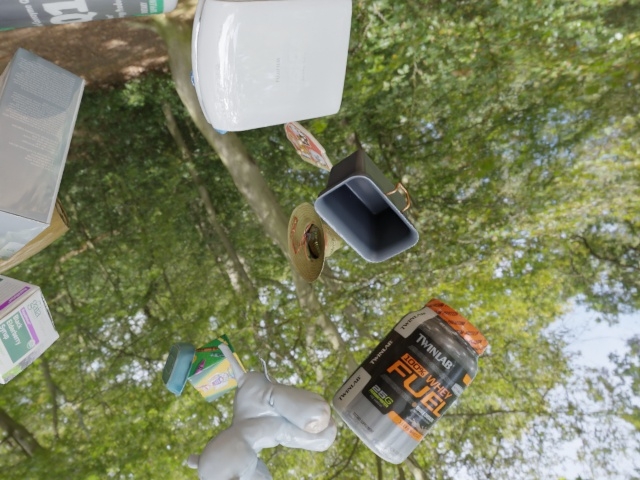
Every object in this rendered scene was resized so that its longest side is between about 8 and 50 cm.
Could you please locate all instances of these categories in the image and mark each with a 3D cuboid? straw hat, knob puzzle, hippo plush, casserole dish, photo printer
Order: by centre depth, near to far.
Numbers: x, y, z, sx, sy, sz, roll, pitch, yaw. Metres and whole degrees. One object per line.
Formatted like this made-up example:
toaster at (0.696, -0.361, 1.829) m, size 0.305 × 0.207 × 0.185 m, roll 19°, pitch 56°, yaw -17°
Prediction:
straw hat at (0.000, 0.000, 0.784) m, size 0.061 × 0.144 × 0.145 m, roll -3°, pitch -169°, yaw -28°
photo printer at (-0.095, -0.351, 0.893) m, size 0.308 × 0.255 × 0.107 m, roll -18°, pitch -136°, yaw -29°
hippo plush at (-0.119, 0.406, 0.928) m, size 0.235 × 0.294 × 0.236 m, roll 2°, pitch -137°, yaw 36°
casserole dish at (-0.338, 0.295, 1.083) m, size 0.188 × 0.037 × 0.114 m, roll -12°, pitch -121°, yaw 65°
knob puzzle at (-0.053, -0.289, 1.394) m, size 0.030 × 0.213 × 0.213 m, roll -45°, pitch -154°, yaw -11°

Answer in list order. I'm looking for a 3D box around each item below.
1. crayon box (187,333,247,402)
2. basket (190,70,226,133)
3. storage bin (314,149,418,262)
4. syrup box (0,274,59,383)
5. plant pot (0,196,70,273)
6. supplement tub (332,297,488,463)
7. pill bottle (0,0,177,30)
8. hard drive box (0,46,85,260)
crayon box at (-0.351, 0.437, 1.556) m, size 0.166 × 0.278 × 0.081 m, roll -28°, pitch -121°, yaw -15°
basket at (-0.186, -0.400, 1.099) m, size 0.255 × 0.201 × 0.288 m, roll -45°, pitch -139°, yaw 13°
storage bin at (0.067, -0.055, 0.610) m, size 0.098 × 0.135 × 0.091 m, roll -30°, pitch -147°, yaw 29°
syrup box at (-0.491, 0.097, 0.620) m, size 0.237 × 0.093 × 0.096 m, roll 13°, pitch -144°, yaw 15°
plant pot at (-0.850, -0.040, 1.271) m, size 0.255 × 0.236 × 0.237 m, roll -22°, pitch -159°, yaw -16°
supplement tub at (0.206, 0.308, 1.043) m, size 0.338 × 0.207 × 0.207 m, roll -48°, pitch -155°, yaw -6°
pill bottle at (-0.371, -0.359, 0.536) m, size 0.362 × 0.204 × 0.204 m, roll -15°, pitch -161°, yaw -17°
hard drive box at (-0.425, -0.111, 0.632) m, size 0.181 × 0.089 × 0.231 m, roll -19°, pitch -120°, yaw 39°
